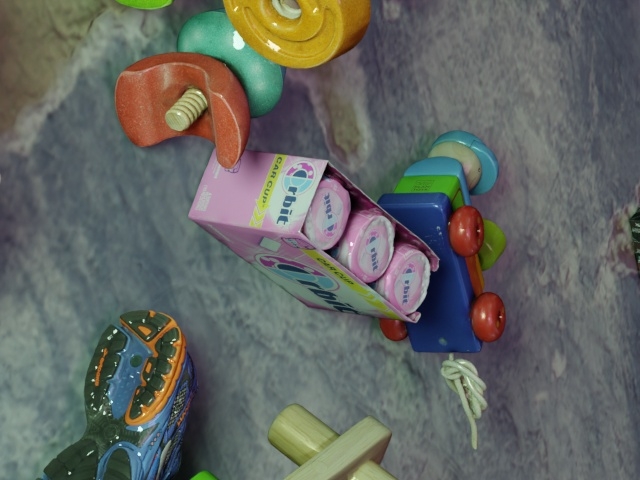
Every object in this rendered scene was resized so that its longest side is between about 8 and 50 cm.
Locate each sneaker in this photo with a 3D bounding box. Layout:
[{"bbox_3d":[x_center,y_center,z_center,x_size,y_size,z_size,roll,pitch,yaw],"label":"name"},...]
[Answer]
[{"bbox_3d":[-0.138,0.163,1.365,0.221,0.083,0.087,-65,149,-15],"label":"sneaker"}]

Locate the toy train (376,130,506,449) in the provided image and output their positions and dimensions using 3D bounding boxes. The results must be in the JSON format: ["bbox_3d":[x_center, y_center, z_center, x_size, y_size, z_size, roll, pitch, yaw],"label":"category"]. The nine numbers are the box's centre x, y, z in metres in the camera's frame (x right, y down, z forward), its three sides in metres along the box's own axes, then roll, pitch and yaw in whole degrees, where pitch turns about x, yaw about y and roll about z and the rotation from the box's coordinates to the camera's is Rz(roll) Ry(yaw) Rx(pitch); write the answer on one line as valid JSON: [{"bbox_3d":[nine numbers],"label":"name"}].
[{"bbox_3d":[0.121,0.039,1.677,0.143,0.105,0.248,-58,140,-48],"label":"toy train"}]

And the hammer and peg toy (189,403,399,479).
[{"bbox_3d":[-0.096,0.289,1.344,0.361,0.127,0.266,-33,151,-45],"label":"hammer and peg toy"}]

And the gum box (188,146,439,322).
[{"bbox_3d":[0.000,0.000,1.488,0.188,0.107,0.062,39,66,-50],"label":"gum box"}]

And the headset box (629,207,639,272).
[{"bbox_3d":[0.354,-0.001,2.025,0.062,0.032,0.083,-45,131,-38],"label":"headset box"}]

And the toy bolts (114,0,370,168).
[{"bbox_3d":[-0.041,-0.174,1.340,0.158,0.218,0.228,-51,153,-42],"label":"toy bolts"}]
